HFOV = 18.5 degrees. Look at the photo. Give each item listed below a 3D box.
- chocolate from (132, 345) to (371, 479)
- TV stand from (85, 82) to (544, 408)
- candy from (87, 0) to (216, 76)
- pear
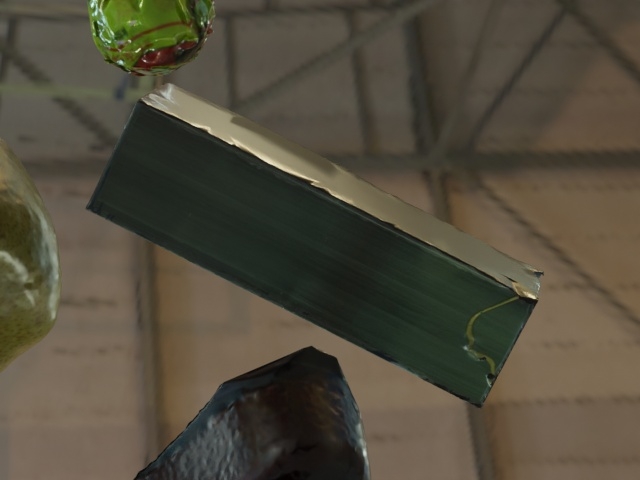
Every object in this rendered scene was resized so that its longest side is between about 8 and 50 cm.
[{"bbox_3d":[-0.028,0.137,0.988,0.125,0.148,0.080,1,-151,-22],"label":"chocolate"},{"bbox_3d":[0.000,0.000,1.211,0.270,0.082,0.088,27,-167,0],"label":"TV stand"},{"bbox_3d":[-0.056,-0.104,0.536,0.035,0.123,0.035,-12,-164,1],"label":"candy"},{"bbox_3d":[-0.280,0.002,1.201,0.211,0.188,0.228,40,-155,31],"label":"pear"}]
